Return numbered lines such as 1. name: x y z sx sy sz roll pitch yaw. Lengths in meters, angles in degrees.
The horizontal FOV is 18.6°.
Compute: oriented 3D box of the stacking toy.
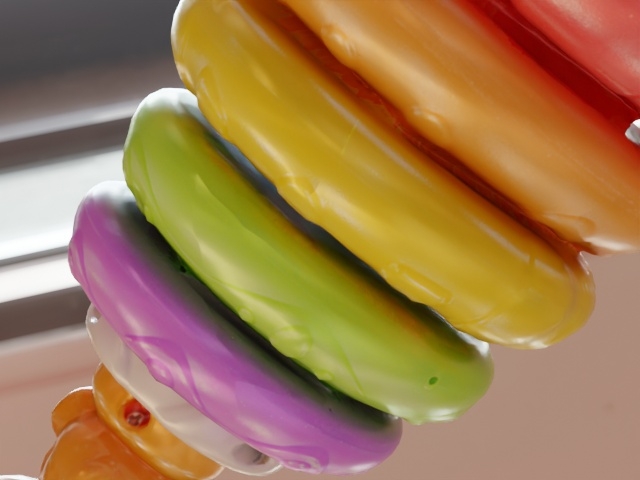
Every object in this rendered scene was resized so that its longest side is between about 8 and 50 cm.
1. stacking toy: 0.000 0.000 0.504 0.175 0.302 0.166 41 10 7
